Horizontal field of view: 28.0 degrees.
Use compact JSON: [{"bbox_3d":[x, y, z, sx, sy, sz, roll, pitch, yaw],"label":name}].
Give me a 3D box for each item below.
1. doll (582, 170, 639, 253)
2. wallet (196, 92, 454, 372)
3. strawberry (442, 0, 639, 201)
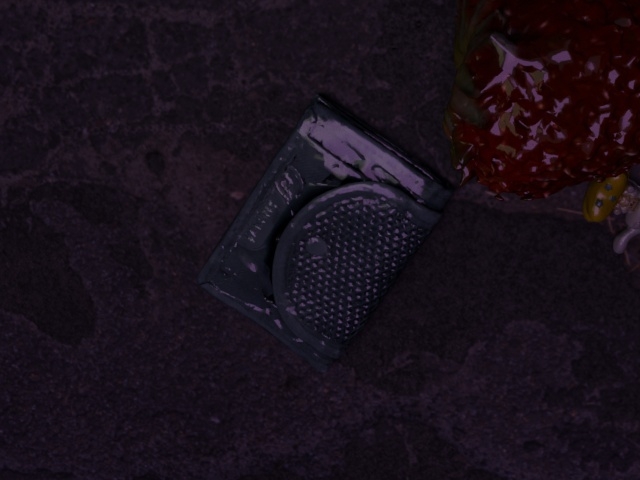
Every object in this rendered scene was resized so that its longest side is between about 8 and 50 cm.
[{"bbox_3d":[0.391,-0.046,1.635,0.113,0.071,0.135,1,114,-1],"label":"doll"},{"bbox_3d":[0.000,0.000,1.773,0.237,0.075,0.342,35,114,2],"label":"wallet"},{"bbox_3d":[0.316,-0.174,1.518,0.344,0.292,0.292,9,110,1],"label":"strawberry"}]
